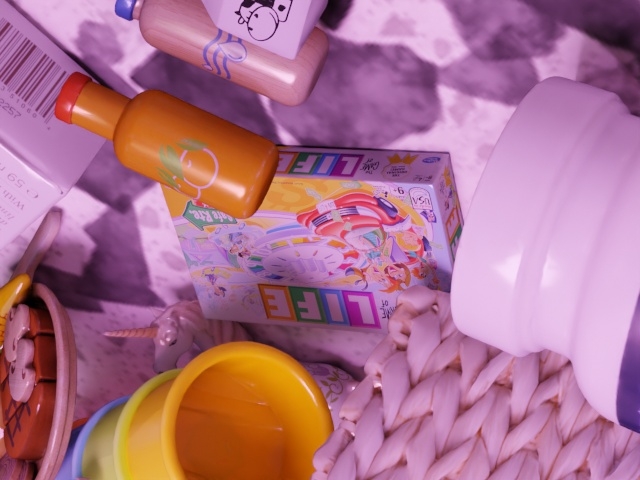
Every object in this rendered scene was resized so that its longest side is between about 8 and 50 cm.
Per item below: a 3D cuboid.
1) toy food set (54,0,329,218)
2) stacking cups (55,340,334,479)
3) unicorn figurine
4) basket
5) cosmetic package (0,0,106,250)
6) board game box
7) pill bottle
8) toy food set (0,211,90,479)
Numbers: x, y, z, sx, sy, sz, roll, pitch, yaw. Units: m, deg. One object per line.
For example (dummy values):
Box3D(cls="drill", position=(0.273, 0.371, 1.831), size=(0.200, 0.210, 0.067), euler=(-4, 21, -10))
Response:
Box3D(cls="toy food set", position=(-0.040, -0.128, 0.861), size=(0.104, 0.111, 0.232), euler=(24, 139, 5))
Box3D(cls="stacking cups", position=(-0.104, 0.125, 1.082), size=(0.096, 0.096, 0.316), euler=(42, 153, -13))
Box3D(cls="unicorn figurine", position=(-0.035, 0.087, 1.102), size=(0.162, 0.060, 0.111), euler=(5, 123, 4))
Box3D(cls="basket", position=(0.109, 0.255, 0.970), size=(0.266, 0.328, 0.331), euler=(18, 143, 18))
Box3D(cls="cosmetic package", position=(-0.220, -0.033, 1.060), size=(0.117, 0.085, 0.231), euler=(41, 134, -12))
Box3D(cls="board game box", position=(0.000, 0.000, 1.020), size=(0.154, 0.026, 0.103), euler=(3, 131, 24))
Box3D(cls="pill bottle", position=(0.200, 0.027, 0.845), size=(0.264, 0.153, 0.153), euler=(20, 136, 19))
Box3D(cls="toy food set", position=(-0.169, 0.087, 1.074), size=(0.038, 0.192, 0.132), euler=(7, 140, -26))
